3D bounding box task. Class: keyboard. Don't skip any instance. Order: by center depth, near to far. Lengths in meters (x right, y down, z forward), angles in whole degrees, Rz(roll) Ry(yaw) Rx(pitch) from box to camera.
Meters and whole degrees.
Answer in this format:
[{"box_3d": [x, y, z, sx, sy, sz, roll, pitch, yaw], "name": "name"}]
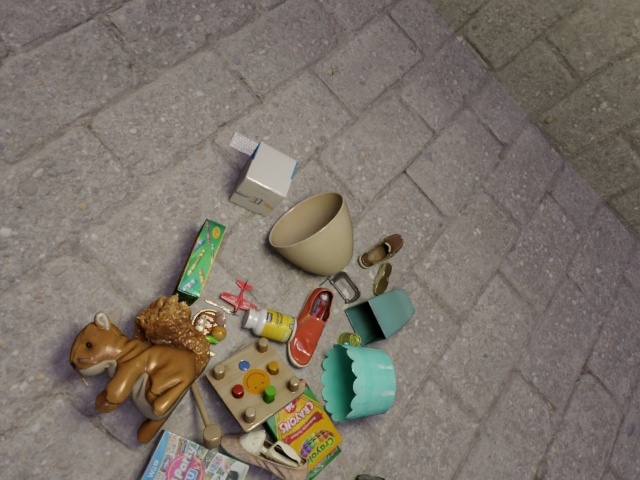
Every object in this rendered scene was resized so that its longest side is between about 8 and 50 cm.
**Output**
[{"box_3d": [-0.257, -0.370, 2.028, 0.255, 0.014, 0.072, 26, 64, -15], "name": "keyboard"}]

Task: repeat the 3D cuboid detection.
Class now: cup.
[{"box_3d": [0.000, 0.000, 1.880, 0.331, 0.331, 0.237, -51, 122, -29], "name": "cup"}]

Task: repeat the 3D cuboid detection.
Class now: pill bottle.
[{"box_3d": [-0.188, 0.311, 1.778, 0.184, 0.103, 0.103, 20, 66, -18], "name": "pill bottle"}]

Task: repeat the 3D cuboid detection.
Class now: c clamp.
[{"box_3d": [0.090, 0.200, 1.995, 0.161, 0.022, 0.137, 47, 55, -2], "name": "c clamp"}]

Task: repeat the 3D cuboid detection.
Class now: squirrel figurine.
[{"box_3d": [-0.567, 0.361, 1.532, 0.370, 0.281, 0.397, 36, 50, 2], "name": "squirrel figurine"}]

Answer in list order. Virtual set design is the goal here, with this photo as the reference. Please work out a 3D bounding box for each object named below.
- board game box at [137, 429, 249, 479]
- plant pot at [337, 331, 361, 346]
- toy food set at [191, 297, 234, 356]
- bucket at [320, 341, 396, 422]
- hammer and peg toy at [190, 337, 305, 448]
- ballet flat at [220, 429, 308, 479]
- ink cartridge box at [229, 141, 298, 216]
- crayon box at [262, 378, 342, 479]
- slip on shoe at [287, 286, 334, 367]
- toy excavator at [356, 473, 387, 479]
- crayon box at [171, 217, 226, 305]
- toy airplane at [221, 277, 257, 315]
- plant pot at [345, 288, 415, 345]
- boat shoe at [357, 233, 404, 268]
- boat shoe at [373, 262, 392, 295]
[{"box_3d": [-0.414, 0.769, 1.525, 0.303, 0.097, 0.224, 29, 63, -13], "name": "board game box"}, {"box_3d": [0.121, 0.400, 1.905, 0.083, 0.079, 0.084, 7, 71, -22], "name": "plant pot"}, {"box_3d": [-0.395, 0.305, 1.722, 0.132, 0.038, 0.192, 26, 64, -15], "name": "toy food set"}, {"box_3d": [0.137, 0.519, 1.770, 0.182, 0.281, 0.282, 6, 70, -24], "name": "bucket"}, {"box_3d": [-0.265, 0.500, 1.613, 0.361, 0.127, 0.266, -26, 58, -32], "name": "hammer and peg toy"}, {"box_3d": [-0.179, 0.701, 1.607, 0.315, 0.106, 0.107, 23, 19, 3], "name": "ballet flat"}, {"box_3d": [-0.224, -0.230, 1.870, 0.168, 0.232, 0.171, 25, 64, -18], "name": "ink cartridge box"}, {"box_3d": [-0.062, 0.688, 1.723, 0.202, 0.081, 0.319, -33, 89, -30], "name": "crayon box"}, {"box_3d": [-0.034, 0.325, 1.847, 0.123, 0.101, 0.332, 30, 64, -15], "name": "slip on shoe"}, {"box_3d": [0.338, 0.983, 1.707, 0.444, 0.433, 0.223, 6, 68, 7], "name": "toy excavator"}, {"box_3d": [-0.433, 0.079, 1.708, 0.081, 0.165, 0.279, 24, 64, -16], "name": "crayon box"}, {"box_3d": [-0.300, 0.209, 1.804, 0.151, 0.028, 0.151, 9, 71, -28], "name": "toy airplane"}, {"box_3d": [0.261, 0.295, 1.962, 0.234, 0.165, 0.166, -22, 83, -36], "name": "plant pot"}, {"box_3d": [0.283, 0.043, 2.090, 0.257, 0.095, 0.095, -33, 89, -30], "name": "boat shoe"}, {"box_3d": [0.262, 0.167, 2.075, 0.056, 0.048, 0.153, 30, 69, -27], "name": "boat shoe"}]
